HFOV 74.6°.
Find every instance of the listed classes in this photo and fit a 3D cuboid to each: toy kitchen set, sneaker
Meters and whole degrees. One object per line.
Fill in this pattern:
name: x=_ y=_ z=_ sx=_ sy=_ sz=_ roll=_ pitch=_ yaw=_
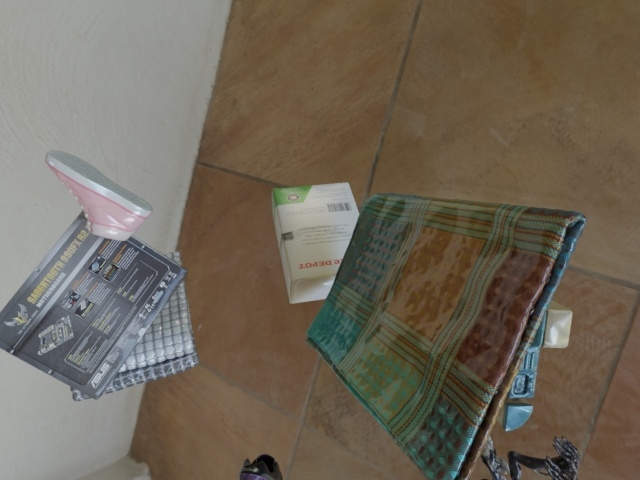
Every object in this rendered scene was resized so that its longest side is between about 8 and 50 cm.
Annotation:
toy kitchen set: x=0.233 y=0.179 z=0.603 sx=0.166 sy=0.122 sz=0.207 roll=1 pitch=99 yaw=-5
sneaker: x=-0.105 y=0.533 z=0.904 sx=0.107 sy=0.283 sz=0.124 roll=1 pitch=60 yaw=10
sneaker: x=-0.286 y=-0.048 z=0.522 sx=0.134 sy=0.051 sz=0.070 roll=35 pitch=103 yaw=-19

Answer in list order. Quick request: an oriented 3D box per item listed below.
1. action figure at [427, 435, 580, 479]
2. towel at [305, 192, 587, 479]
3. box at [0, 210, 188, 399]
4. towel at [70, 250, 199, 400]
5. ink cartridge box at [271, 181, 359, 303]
action figure: x=0.244 y=0.364 z=0.639 sx=0.275 sy=0.164 sz=0.141 roll=-40 pitch=76 yaw=36
towel: x=0.098 y=0.069 z=0.516 sx=0.272 sy=0.040 sz=0.370 roll=-66 pitch=21 yaw=-1
box: x=-0.348 y=0.094 z=0.647 sx=0.183 sy=0.056 sz=0.231 roll=34 pitch=76 yaw=-10
towel: x=-0.388 y=0.167 z=0.872 sx=0.284 sy=0.234 sz=0.121 roll=-121 pitch=24 yaw=-46
ink cartridge box: x=0.000 y=0.000 z=0.807 sx=0.160 sy=0.093 sz=0.220 roll=-6 pitch=54 yaw=-12
